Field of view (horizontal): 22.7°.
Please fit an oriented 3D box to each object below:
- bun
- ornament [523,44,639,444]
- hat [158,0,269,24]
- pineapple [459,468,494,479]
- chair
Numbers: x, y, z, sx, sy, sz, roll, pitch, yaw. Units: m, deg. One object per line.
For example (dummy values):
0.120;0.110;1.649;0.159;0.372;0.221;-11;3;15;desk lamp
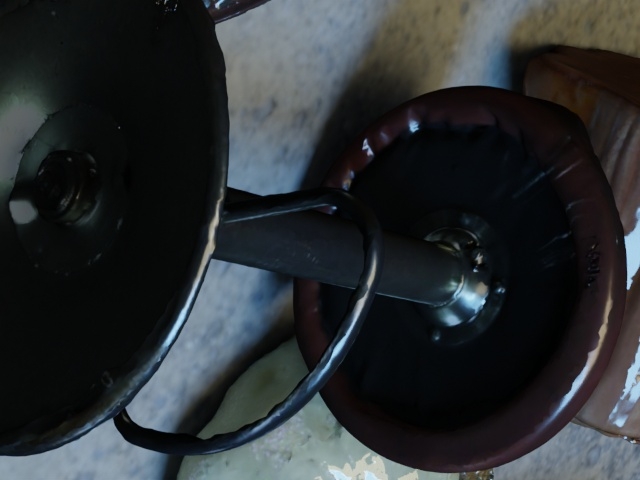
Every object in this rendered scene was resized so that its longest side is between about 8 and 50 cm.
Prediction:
0.011;0.170;0.995;0.231;0.133;0.231;-29;134;-35;bun
0.211;0.001;1.082;0.235;0.221;0.218;16;108;-11;ornament
-0.077;-0.177;0.726;0.193;0.082;0.193;-17;157;-7;hat
0.102;0.168;1.154;0.074;0.074;0.159;-43;146;-23;pineapple
0.000;0.000;0.791;0.401;0.226;0.226;12;103;-51;chair
